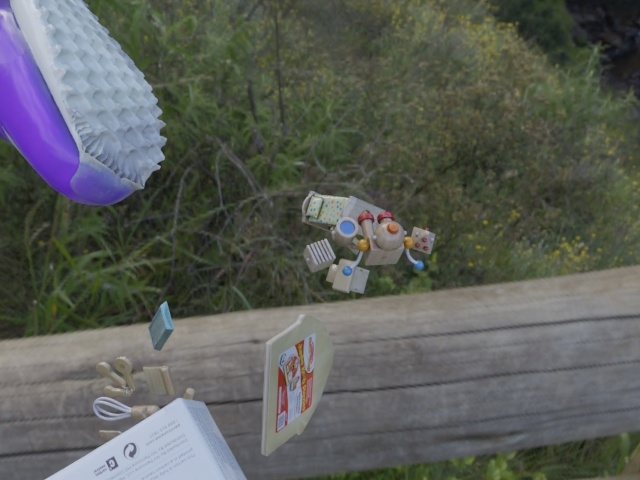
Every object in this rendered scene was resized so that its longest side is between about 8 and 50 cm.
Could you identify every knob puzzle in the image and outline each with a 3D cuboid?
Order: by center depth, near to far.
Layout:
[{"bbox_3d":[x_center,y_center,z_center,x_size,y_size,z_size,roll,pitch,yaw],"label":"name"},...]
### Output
[{"bbox_3d":[-0.037,0.197,1.097,0.030,0.213,0.213,10,45,27],"label":"knob puzzle"}]

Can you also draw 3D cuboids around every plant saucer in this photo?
[{"bbox_3d":[-0.362,0.197,1.671,0.018,0.192,0.067,-11,73,-24],"label":"plant saucer"}]

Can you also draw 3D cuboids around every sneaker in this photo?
[{"bbox_3d":[-0.207,-0.102,0.437,0.146,0.102,0.293,-41,62,6],"label":"sneaker"}]

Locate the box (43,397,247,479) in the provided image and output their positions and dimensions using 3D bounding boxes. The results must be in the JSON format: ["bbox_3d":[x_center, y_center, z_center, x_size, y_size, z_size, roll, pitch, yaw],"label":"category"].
[{"bbox_3d":[-0.166,0.286,0.761,0.181,0.119,0.182,-31,76,-5],"label":"box"}]

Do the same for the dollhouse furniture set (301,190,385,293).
[{"bbox_3d":[0.000,0.000,1.334,0.182,0.101,0.161,10,83,47],"label":"dollhouse furniture set"}]

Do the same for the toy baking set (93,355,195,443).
[{"bbox_3d":[-0.335,0.311,1.393,0.196,0.256,0.030,23,33,8],"label":"toy baking set"}]

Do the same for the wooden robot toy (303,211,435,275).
[{"bbox_3d":[0.068,-0.008,0.887,0.173,0.079,0.076,-4,68,-13],"label":"wooden robot toy"}]
